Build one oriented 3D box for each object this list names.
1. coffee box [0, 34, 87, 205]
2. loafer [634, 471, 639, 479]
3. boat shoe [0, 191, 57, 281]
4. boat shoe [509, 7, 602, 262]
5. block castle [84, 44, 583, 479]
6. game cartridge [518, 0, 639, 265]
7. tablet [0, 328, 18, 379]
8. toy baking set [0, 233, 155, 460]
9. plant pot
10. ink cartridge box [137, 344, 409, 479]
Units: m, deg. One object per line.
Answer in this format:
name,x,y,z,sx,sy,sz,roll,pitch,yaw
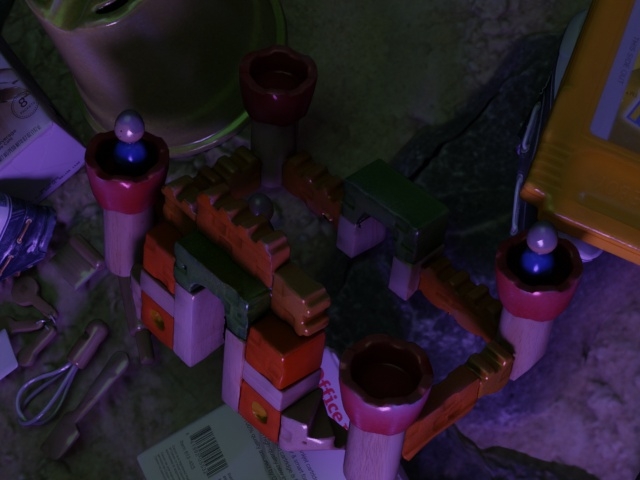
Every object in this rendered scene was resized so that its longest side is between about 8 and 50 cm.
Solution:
coffee box,-0.434,-0.168,1.814,0.168,0.119,0.297,-40,66,1
loafer,0.434,0.279,1.412,0.302,0.109,0.095,17,73,24
boat shoe,-0.376,0.028,1.757,0.183,0.083,0.065,-57,39,26
boat shoe,0.256,-0.109,1.603,0.102,0.108,0.301,-13,60,44
block castle,0.000,0.000,1.502,0.303,0.213,0.453,-32,56,-31
game cartridge,0.379,-0.119,1.520,0.285,0.052,0.323,22,69,1
tablet,-0.386,0.145,1.742,0.083,0.006,0.054,-36,59,16
toy baking set,-0.275,0.116,1.720,0.197,0.030,0.256,-28,60,12
plant pot,-0.206,-0.266,1.707,0.276,0.254,0.276,-6,70,15
ink cartridge box,-0.043,0.245,1.565,0.237,0.100,0.172,-31,65,5
